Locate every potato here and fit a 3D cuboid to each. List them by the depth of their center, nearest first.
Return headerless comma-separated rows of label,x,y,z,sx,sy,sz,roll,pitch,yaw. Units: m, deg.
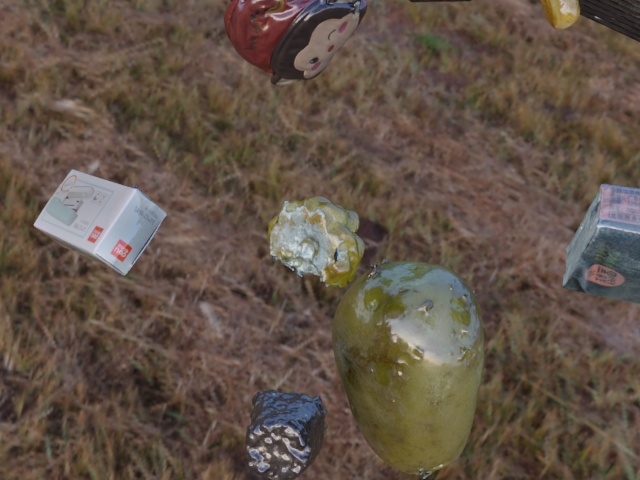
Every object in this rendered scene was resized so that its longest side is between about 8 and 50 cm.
potato,0.139,0.206,1.641,0.219,0.359,0.269,-18,33,-29

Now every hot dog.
hot dog,0.155,-0.216,0.710,0.028,0.137,0.044,-19,4,0

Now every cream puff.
cream puff,0.001,0.000,1.506,0.156,0.121,0.156,21,0,0

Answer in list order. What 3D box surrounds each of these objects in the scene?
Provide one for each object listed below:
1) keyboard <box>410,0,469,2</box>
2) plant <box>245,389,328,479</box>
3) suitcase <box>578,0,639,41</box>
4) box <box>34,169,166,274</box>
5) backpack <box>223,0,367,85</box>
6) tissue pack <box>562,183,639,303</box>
keyboard,0.019,-0.305,0.948,0.309,0.018,0.101,27,-8,-38
plant,-0.060,0.328,1.743,0.132,0.129,0.194,7,11,8
suitcase,0.321,-0.287,0.881,0.335,0.229,0.152,23,71,-8
box,-0.386,-0.038,1.760,0.079,0.135,0.269,41,-14,-37
backpack,-0.048,-0.359,1.601,0.229,0.229,0.139,-3,50,-34
tissue pack,0.535,0.021,1.476,0.315,0.228,0.103,10,66,5
